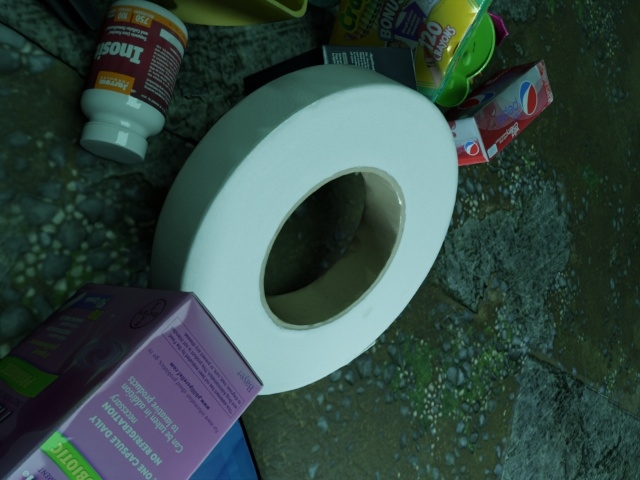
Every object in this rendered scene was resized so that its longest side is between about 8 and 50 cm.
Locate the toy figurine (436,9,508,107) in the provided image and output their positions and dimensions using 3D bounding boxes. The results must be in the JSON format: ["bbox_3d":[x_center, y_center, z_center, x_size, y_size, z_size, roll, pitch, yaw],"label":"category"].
[{"bbox_3d":[0.257,-0.324,1.058,0.159,0.130,0.173,-29,130,-48],"label":"toy figurine"}]

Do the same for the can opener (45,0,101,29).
[{"bbox_3d":[-0.268,-0.267,0.573,0.073,0.059,0.186,-62,156,-18],"label":"can opener"}]

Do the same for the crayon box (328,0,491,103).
[{"bbox_3d":[0.119,-0.300,0.779,0.165,0.278,0.081,34,59,7],"label":"crayon box"}]

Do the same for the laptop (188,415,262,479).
[{"bbox_3d":[-0.106,0.358,0.678,0.234,0.264,0.137,-26,143,-39],"label":"laptop"}]

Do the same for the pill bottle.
[{"bbox_3d":[-0.195,-0.162,0.646,0.086,0.086,0.152,21,74,-40],"label":"pill bottle"}]

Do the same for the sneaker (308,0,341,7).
[{"bbox_3d":[0.038,-0.489,0.799,0.208,0.127,0.319,-48,152,-38],"label":"sneaker"}]

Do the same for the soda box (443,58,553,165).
[{"bbox_3d":[0.307,-0.225,1.098,0.263,0.092,0.084,-39,113,-35],"label":"soda box"}]

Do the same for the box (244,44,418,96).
[{"bbox_3d":[0.015,-0.181,0.790,0.158,0.156,0.093,-13,97,-42],"label":"box"}]

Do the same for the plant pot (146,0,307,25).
[{"bbox_3d":[-0.141,-0.340,0.633,0.212,0.187,0.212,14,80,-41],"label":"plant pot"}]

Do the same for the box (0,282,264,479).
[{"bbox_3d":[-0.213,0.160,0.536,0.243,0.213,0.117,-49,120,-31],"label":"box"}]

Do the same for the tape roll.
[{"bbox_3d":[0.000,0.000,0.711,0.392,0.072,0.392,-26,135,-29],"label":"tape roll"}]
